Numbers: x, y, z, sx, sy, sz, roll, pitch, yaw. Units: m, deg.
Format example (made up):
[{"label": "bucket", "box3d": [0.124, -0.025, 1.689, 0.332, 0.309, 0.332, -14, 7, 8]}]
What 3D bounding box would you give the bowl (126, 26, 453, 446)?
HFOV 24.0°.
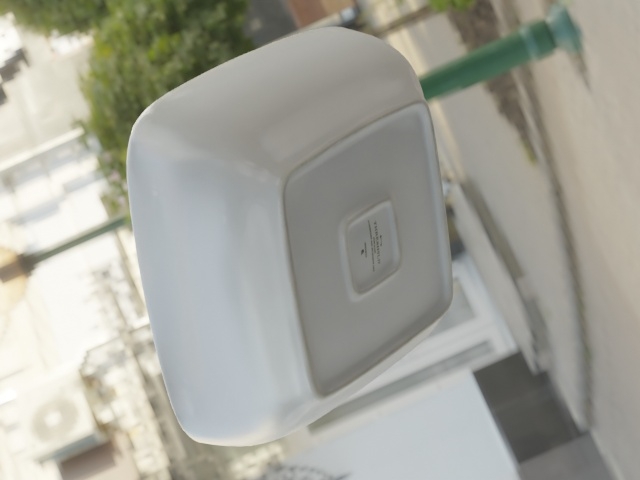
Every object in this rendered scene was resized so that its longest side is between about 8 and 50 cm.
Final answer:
[{"label": "bowl", "box3d": [0.000, 0.000, 0.565, 0.053, 0.142, 0.142, 11, 118, 39]}]
